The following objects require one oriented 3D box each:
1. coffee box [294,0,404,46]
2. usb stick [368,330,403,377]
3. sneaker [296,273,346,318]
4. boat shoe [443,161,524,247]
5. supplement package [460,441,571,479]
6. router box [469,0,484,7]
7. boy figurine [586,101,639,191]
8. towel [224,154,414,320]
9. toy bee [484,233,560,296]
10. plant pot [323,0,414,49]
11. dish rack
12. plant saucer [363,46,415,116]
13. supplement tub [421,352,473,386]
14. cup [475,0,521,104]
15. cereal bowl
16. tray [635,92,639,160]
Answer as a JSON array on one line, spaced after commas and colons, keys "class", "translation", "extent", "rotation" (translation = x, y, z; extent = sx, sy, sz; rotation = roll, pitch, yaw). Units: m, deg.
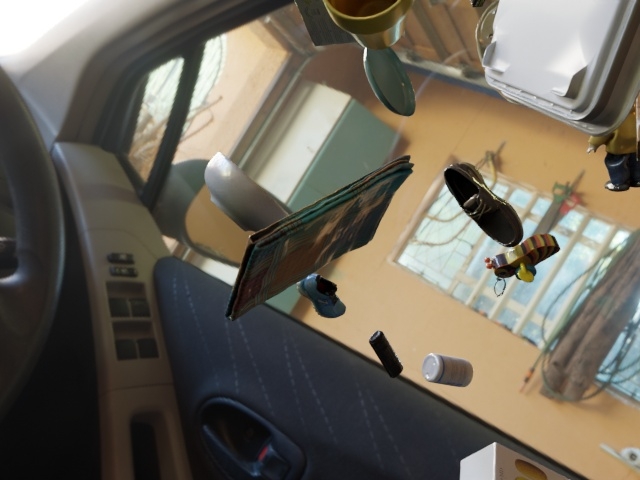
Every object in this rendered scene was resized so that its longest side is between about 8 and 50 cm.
[{"class": "coffee box", "translation": [0.099, -0.902, 1.778], "extent": [0.334, 0.337, 0.338], "rotation": [0, -17, 17]}, {"class": "usb stick", "translation": [0.277, 0.479, 2.245], "extent": [0.045, 0.077, 0.278], "rotation": [33, -21, 50]}, {"class": "sneaker", "translation": [0.014, 0.132, 1.254], "extent": [0.073, 0.063, 0.162], "rotation": [-11, -41, 38]}, {"class": "boat shoe", "translation": [0.525, -0.115, 1.790], "extent": [0.130, 0.132, 0.355], "rotation": [-7, 53, -43]}, {"class": "supplement package", "translation": [0.446, 0.580, 1.190], "extent": [0.244, 0.134, 0.139], "rotation": [28, 44, -8]}, {"class": "router box", "translation": [0.493, -0.815, 1.692], "extent": [0.038, 0.122, 0.092], "rotation": [-8, -23, -11]}, {"class": "boy figurine", "translation": [0.766, -0.269, 1.371], "extent": [0.092, 0.177, 0.285], "rotation": [-94, 169, -75]}, {"class": "towel", "translation": [0.000, 0.000, 0.982], "extent": [0.040, 0.370, 0.271], "rotation": [48, -35, 17]}, {"class": "toy bee", "translation": [0.645, 0.082, 1.802], "extent": [0.162, 0.298, 0.195], "rotation": [17, 24, -24]}, {"class": "plant pot", "translation": [0.149, -0.668, 1.510], "extent": [0.254, 0.254, 0.239], "rotation": [32, -1, 18]}, {"class": "dish rack", "translation": [0.347, -0.327, 0.780], "extent": [0.072, 0.285, 0.333], "rotation": [2, 27, -14]}, {"class": "plant saucer", "translation": [0.250, -0.595, 1.979], "extent": [0.044, 0.317, 0.317], "rotation": [-22, -39, 35]}, {"class": "supplement tub", "translation": [0.306, 0.314, 1.297], "extent": [0.107, 0.071, 0.071], "rotation": [15, 7, -23]}, {"class": "cup", "translation": [0.619, -0.622, 1.654], "extent": [0.237, 0.331, 0.331], "rotation": [17, 9, -37]}, {"class": "cereal bowl", "translation": [-0.264, -0.134, 1.799], "extent": [0.339, 0.141, 0.339], "rotation": [43, -4, 4]}, {"class": "tray", "translation": [0.760, -0.252, 0.887], "extent": [0.411, 0.202, 0.076], "rotation": [0, -23, 29]}]
